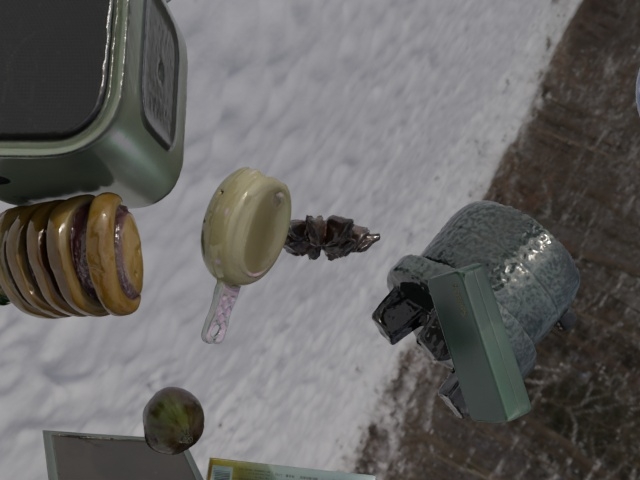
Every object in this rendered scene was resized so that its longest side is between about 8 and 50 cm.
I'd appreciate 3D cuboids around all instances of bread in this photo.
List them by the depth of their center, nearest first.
[{"bbox_3d":[-0.277,0.022,0.760,0.081,0.225,0.134,-27,105,-52],"label":"bread"}]

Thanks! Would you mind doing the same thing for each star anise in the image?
[{"bbox_3d":[0.000,0.000,1.222,0.195,0.182,0.065,25,64,-58],"label":"star anise"}]

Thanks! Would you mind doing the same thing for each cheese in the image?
[{"bbox_3d":[-0.106,0.022,0.912,0.137,0.064,0.228,19,89,-59],"label":"cheese"}]

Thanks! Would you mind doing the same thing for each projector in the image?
[{"bbox_3d":[-0.284,-0.176,0.737,0.249,0.248,0.248,77,14,-82],"label":"projector"}]

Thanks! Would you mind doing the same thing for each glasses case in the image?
[{"bbox_3d":[0.188,0.123,0.856,0.039,0.184,0.077,-15,174,-25],"label":"glasses case"}]

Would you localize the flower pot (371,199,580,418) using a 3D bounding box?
[{"bbox_3d":[0.251,0.119,1.193,0.283,0.299,0.299,-46,166,-17],"label":"flower pot"}]

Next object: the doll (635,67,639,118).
[{"bbox_3d":[0.355,-0.154,0.522,0.257,0.161,0.215,120,-7,-58],"label":"doll"}]

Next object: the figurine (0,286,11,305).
[{"bbox_3d":[-0.581,0.073,1.130,0.369,0.167,0.281,-26,180,9],"label":"figurine"}]

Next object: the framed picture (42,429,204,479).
[{"bbox_3d":[-0.376,0.436,1.371,0.232,0.296,0.019,32,-73,62],"label":"framed picture"}]

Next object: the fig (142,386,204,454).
[{"bbox_3d":[-0.232,0.299,1.150,0.103,0.154,0.109,-25,112,-22],"label":"fig"}]

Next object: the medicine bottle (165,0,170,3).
[{"bbox_3d":[-0.284,-0.520,1.222,0.143,0.143,0.258,110,-16,-45],"label":"medicine bottle"}]

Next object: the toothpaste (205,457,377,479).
[{"bbox_3d":[-0.054,0.458,1.306,0.071,0.312,0.089,106,-9,-59],"label":"toothpaste"}]
